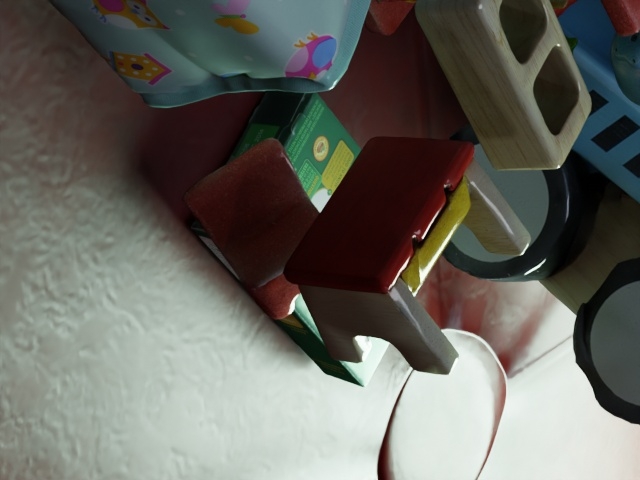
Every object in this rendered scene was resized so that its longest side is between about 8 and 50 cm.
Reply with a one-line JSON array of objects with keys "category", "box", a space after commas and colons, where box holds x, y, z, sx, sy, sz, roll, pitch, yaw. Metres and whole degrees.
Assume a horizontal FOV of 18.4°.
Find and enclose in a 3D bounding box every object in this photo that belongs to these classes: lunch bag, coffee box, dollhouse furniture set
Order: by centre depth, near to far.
[{"category": "lunch bag", "box": [-0.058, -0.234, 1.006, 0.223, 0.160, 0.262, 46, 55, -43]}, {"category": "dollhouse furniture set", "box": [0.042, -0.120, 1.087, 0.374, 0.201, 0.152, -56, 132, -32]}, {"category": "coffee box", "box": [0.000, 0.000, 1.239, 0.184, 0.040, 0.113, 48, 63, -46]}]

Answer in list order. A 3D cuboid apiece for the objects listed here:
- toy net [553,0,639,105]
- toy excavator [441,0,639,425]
[{"category": "toy net", "box": [0.196, -0.195, 1.226, 0.045, 0.122, 0.232, 20, 77, -44]}, {"category": "toy excavator", "box": [0.253, -0.158, 1.312, 0.445, 0.433, 0.222, -55, 153, 16]}]
